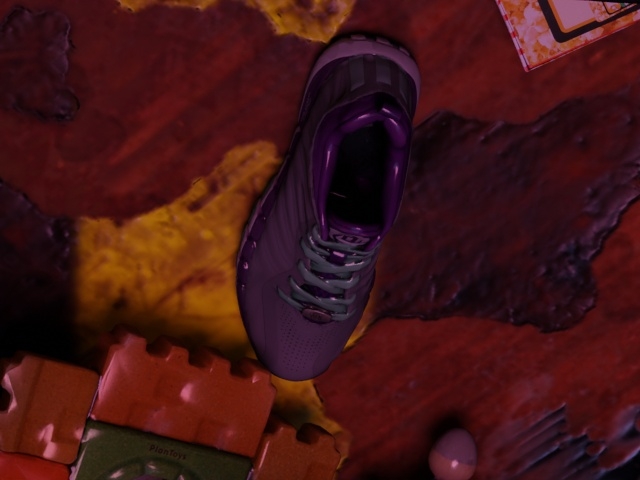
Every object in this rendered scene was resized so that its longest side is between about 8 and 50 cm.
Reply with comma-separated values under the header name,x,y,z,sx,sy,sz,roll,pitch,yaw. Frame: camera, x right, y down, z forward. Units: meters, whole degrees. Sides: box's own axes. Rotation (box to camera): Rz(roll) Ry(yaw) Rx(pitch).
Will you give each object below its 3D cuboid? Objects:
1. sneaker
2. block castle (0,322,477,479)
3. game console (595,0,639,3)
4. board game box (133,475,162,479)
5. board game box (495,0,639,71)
name,x,y,z,sx,sy,sz,roll,pitch,yaw
sneaker,0.000,0.000,0.885,0.083,0.098,0.224,10,119,-6
block castle,-0.058,0.176,0.806,0.453,0.303,0.213,17,91,-26
game console,0.116,-0.254,0.690,0.386,0.060,0.342,4,136,3
board game box,-0.078,0.335,1.095,0.318,0.066,0.318,29,116,-16
board game box,0.164,-0.192,0.808,0.193,0.045,0.147,-22,118,12
